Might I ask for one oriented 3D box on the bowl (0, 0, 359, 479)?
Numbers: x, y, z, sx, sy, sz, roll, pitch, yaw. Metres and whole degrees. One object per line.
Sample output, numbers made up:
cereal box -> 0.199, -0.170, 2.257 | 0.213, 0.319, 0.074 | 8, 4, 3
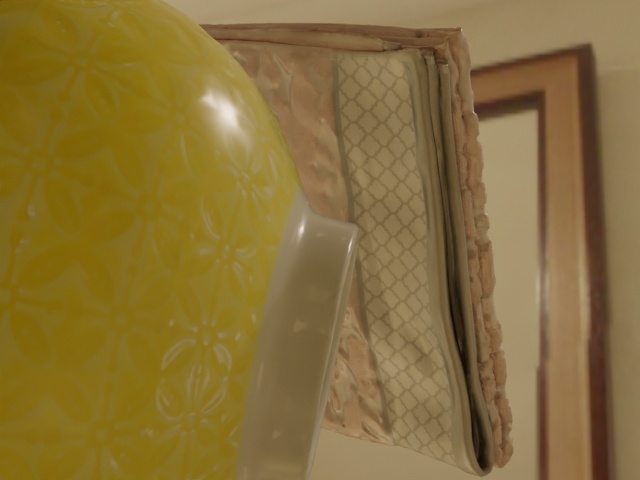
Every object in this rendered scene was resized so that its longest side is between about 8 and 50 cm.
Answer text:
bowl -> -0.070, 0.033, 0.558 | 0.156, 0.289, 0.289 | 11, -42, 4

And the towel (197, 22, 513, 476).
towel -> 0.000, 0.000, 0.996 | 0.317, 0.053, 0.331 | 10, -65, 47
